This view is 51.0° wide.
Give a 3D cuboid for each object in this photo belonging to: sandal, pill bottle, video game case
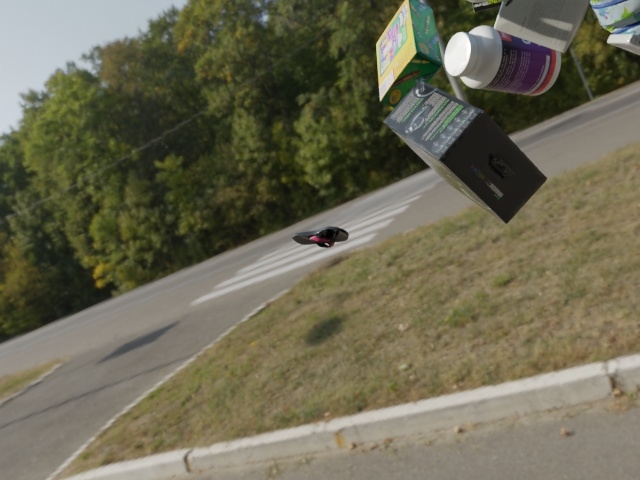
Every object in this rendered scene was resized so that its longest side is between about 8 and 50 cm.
[{"bbox_3d":[0.000,0.000,1.760,0.179,0.067,0.040,-9,53,38],"label":"sandal"},{"bbox_3d":[0.539,-0.535,1.995,0.323,0.181,0.181,0,-7,-25],"label":"pill bottle"},{"bbox_3d":[0.669,-0.367,1.324,0.190,0.173,0.022,-55,-13,-70],"label":"video game case"}]

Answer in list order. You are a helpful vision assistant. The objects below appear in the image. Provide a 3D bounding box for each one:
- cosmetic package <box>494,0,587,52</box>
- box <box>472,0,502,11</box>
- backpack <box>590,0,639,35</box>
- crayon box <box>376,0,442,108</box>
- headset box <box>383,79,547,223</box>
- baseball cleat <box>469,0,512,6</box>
[{"bbox_3d":[0.538,-0.568,1.599,0.151,0.184,0.151,-51,-20,-44],"label":"cosmetic package"},{"bbox_3d":[0.613,-0.776,2.151,0.191,0.045,0.184,0,20,41],"label":"box"},{"bbox_3d":[0.852,-0.661,1.667,0.356,0.273,0.290,-9,36,25],"label":"backpack"},{"bbox_3d":[0.223,-0.483,1.732,0.165,0.081,0.278,-52,26,41],"label":"crayon box"},{"bbox_3d":[0.308,-0.190,1.433,0.131,0.246,0.283,-49,31,7],"label":"headset box"},{"bbox_3d":[0.193,-0.402,0.927,0.072,0.206,0.109,-26,-25,-48],"label":"baseball cleat"}]
